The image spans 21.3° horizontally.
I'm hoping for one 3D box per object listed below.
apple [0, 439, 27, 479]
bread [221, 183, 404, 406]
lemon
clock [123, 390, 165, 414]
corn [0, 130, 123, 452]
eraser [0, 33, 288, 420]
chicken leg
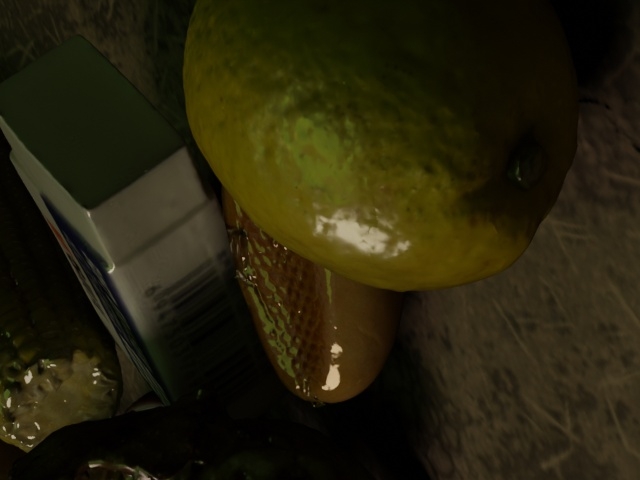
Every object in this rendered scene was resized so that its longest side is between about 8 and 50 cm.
[{"bbox_3d":[-0.347,0.291,1.480,0.400,0.333,0.400,-13,-90,-86],"label":"apple"},{"bbox_3d":[0.000,0.000,0.961,0.114,0.077,0.189,7,117,38],"label":"bread"},{"bbox_3d":[0.025,-0.070,0.776,0.207,0.170,0.170,42,143,39],"label":"lemon"},{"bbox_3d":[-0.068,0.260,1.263,0.318,0.080,0.318,39,142,39],"label":"clock"},{"bbox_3d":[-0.243,0.029,1.275,0.344,0.131,0.131,-124,27,-49],"label":"corn"},{"bbox_3d":[-0.106,0.009,1.056,0.124,0.081,0.279,46,165,34],"label":"eraser"},{"bbox_3d":[-0.121,0.181,1.074,0.361,0.140,0.211,-8,146,39],"label":"chicken leg"}]
